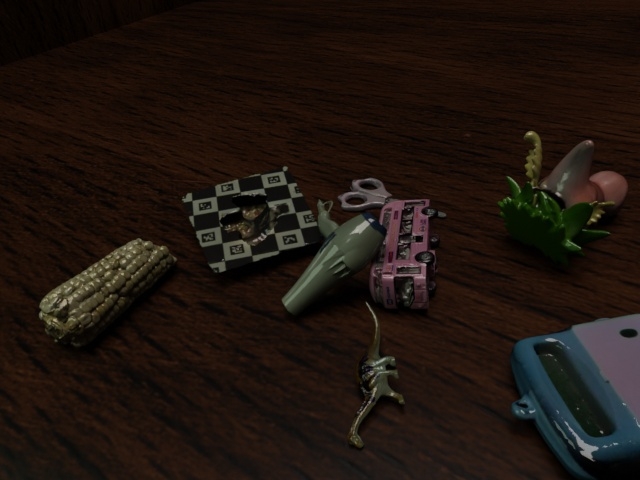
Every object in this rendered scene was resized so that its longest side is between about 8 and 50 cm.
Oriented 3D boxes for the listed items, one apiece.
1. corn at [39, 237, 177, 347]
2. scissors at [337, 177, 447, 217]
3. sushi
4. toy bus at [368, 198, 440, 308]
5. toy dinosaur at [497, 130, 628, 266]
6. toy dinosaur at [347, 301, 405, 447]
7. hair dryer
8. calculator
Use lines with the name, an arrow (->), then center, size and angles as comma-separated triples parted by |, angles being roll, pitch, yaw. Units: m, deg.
corn -> -0.291, 0.059, 0.767 | 0.087, 0.087, 0.211 | 14, 43, 27
scissors -> 0.122, -0.063, 0.916 | 0.189, 0.015, 0.100 | 19, 45, 29
sushi -> -0.108, -0.027, 0.884 | 0.193, 0.040, 0.210 | -17, 44, -14
toy bus -> 0.120, 0.013, 0.770 | 0.090, 0.063, 0.203 | -2, 34, 14
toy dinosaur -> 0.360, -0.058, 0.748 | 0.177, 0.194, 0.152 | -42, 35, -8
toy dinosaur -> 0.067, 0.146, 0.619 | 0.058, 0.037, 0.180 | 4, 38, 8
hair dryer -> -0.010, 0.017, 0.766 | 0.167, 0.067, 0.199 | -49, 29, -6
calculator -> 0.334, 0.144, 0.557 | 0.293, 0.051, 0.173 | -10, 37, -3
